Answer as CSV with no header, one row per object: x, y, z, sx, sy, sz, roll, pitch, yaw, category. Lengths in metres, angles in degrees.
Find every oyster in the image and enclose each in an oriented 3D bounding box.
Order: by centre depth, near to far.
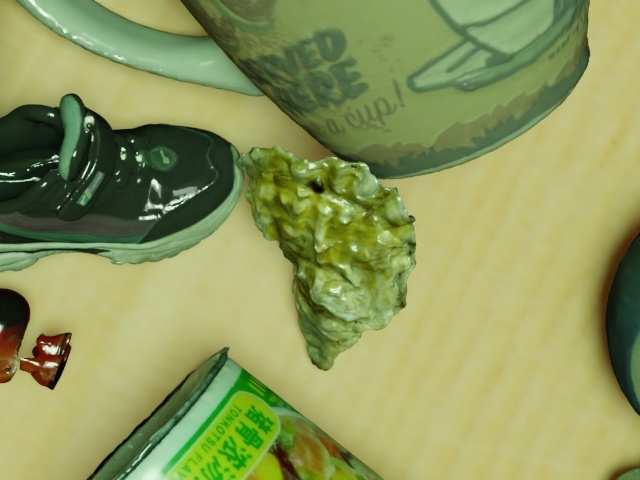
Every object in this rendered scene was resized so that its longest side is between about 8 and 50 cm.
0.000,0.000,0.653,0.122,0.146,0.045,48,60,-3,oyster

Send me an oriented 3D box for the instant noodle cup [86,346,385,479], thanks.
-0.021,0.190,0.635,0.232,0.207,0.207,44,86,-5,instant noodle cup

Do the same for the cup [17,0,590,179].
-0.017,-0.154,0.599,0.301,0.227,0.257,-17,115,21,cup

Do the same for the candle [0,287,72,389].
-0.284,0.007,0.627,0.329,0.048,0.051,19,100,-12,candle

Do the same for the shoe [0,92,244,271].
-0.121,-0.036,0.622,0.169,0.099,0.071,-9,66,-9,shoe

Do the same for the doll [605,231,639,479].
0.262,0.091,0.684,0.228,0.154,0.258,-11,112,27,doll
